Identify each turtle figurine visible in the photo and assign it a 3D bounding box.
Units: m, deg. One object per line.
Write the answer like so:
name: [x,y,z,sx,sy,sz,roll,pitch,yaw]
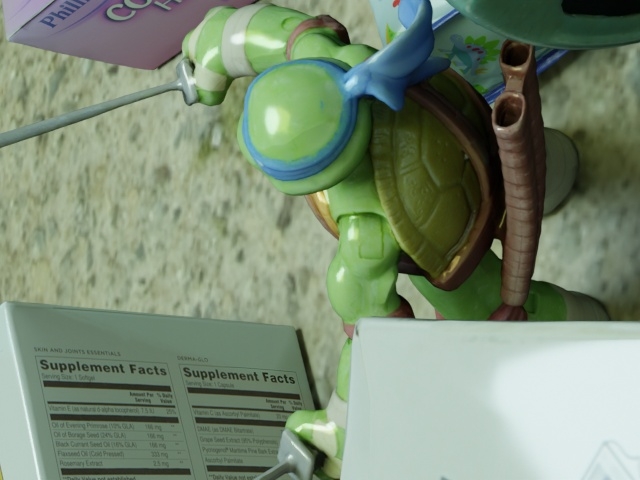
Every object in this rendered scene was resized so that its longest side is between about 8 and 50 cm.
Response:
turtle figurine: [0.000,0.000,0.792,0.275,0.266,0.198,-52,56,15]

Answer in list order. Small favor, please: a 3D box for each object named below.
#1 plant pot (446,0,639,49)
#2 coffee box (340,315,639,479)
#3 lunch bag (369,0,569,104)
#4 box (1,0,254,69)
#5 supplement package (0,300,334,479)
plant pot: [0.065,-0.271,0.688,0.341,0.341,0.334,-56,47,26]
coffee box: [0.224,0.195,0.421,0.337,0.334,0.338,-1,84,52]
lunch bag: [0.092,-0.159,0.868,0.151,0.096,0.129,-32,56,24]
box: [-0.098,-0.261,1.071,0.213,0.117,0.243,-28,64,42]
supplement package: [-0.114,0.198,0.958,0.199,0.198,0.263,-37,58,39]
